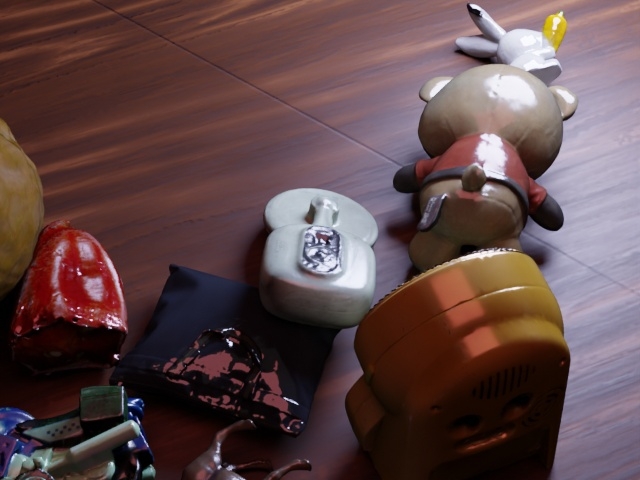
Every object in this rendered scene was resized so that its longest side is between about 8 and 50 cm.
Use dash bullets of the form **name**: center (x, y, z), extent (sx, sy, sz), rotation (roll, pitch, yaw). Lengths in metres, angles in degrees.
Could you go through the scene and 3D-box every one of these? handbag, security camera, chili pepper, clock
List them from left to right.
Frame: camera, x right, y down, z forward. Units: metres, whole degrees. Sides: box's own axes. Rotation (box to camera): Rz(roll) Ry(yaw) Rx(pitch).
- **chili pepper**: center (-0.317, 0.058, 1.715), extent (0.144, 0.136, 0.252), rotation (-28, 40, 18)
- **handbag**: center (-0.111, 0.134, 1.658), extent (0.254, 0.088, 0.211), rotation (16, 48, 11)
- **security camera**: center (0.000, 0.000, 1.724), extent (0.157, 0.080, 0.301), rotation (9, 33, -3)
- **clock**: center (0.162, 0.147, 1.499), extent (0.244, 0.317, 0.200), rotation (-21, 60, -16)

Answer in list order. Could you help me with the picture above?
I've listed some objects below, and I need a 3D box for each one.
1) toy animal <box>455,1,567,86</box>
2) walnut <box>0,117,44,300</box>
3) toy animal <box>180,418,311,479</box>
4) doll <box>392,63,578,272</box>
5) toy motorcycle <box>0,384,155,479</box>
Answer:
- **toy animal**: center (0.289, -0.289, 1.974), extent (0.127, 0.131, 0.181), rotation (10, 38, -18)
- **walnut**: center (-0.522, -0.032, 1.604), extent (0.354, 0.398, 0.308), rotation (5, 94, 10)
- **toy animal**: center (-0.084, 0.324, 1.511), extent (0.214, 0.093, 0.186), rotation (30, 53, 32)
- **doll**: center (0.215, -0.104, 1.788), extent (0.235, 0.174, 0.330), rotation (6, 53, 14)
- **toy motorcycle**: center (-0.361, 0.253, 1.550), extent (0.331, 0.125, 0.196), rotation (-9, 52, -1)
